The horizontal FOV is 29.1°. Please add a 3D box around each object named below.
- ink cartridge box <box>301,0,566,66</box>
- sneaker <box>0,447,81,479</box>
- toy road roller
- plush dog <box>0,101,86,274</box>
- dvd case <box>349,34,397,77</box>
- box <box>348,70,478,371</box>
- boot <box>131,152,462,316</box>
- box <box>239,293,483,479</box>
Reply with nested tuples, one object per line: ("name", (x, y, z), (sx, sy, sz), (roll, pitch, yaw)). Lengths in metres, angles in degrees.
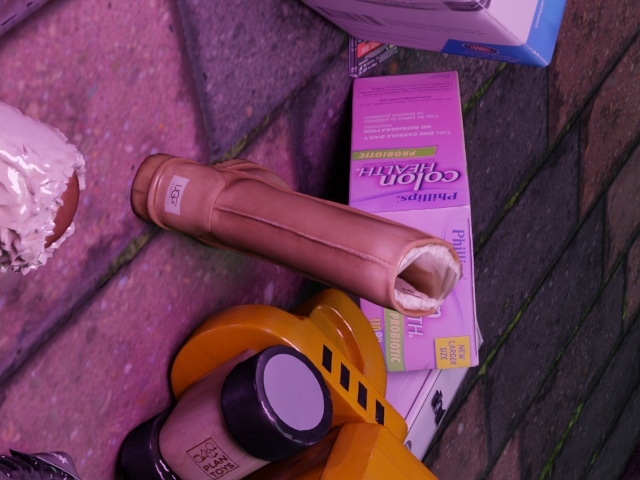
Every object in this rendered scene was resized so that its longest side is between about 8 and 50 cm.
("ink cartridge box", (0.066, -0.268, 1.084), (0.307, 0.223, 0.129), (19, 87, -59))
("sneaker", (-0.242, 0.199, 0.970), (0.106, 0.078, 0.234), (-59, 153, -29))
("toy road roller", (0.001, 0.197, 1.174), (0.329, 0.202, 0.241), (47, 36, -13))
("plush dog", (-0.292, -0.001, 0.672), (0.225, 0.210, 0.262), (-52, 174, 21))
("dvd case", (0.058, -0.244, 1.317), (0.087, 0.013, 0.120), (-38, 137, -47))
("box", (0.098, -0.023, 1.297), (0.243, 0.117, 0.214), (-88, 172, -50))
("boot", (0.000, 0.000, 1.078), (0.236, 0.269, 0.089), (-1, 106, -61))
("box", (0.044, 0.182, 1.369), (0.290, 0.169, 0.087), (-60, 149, -23))
